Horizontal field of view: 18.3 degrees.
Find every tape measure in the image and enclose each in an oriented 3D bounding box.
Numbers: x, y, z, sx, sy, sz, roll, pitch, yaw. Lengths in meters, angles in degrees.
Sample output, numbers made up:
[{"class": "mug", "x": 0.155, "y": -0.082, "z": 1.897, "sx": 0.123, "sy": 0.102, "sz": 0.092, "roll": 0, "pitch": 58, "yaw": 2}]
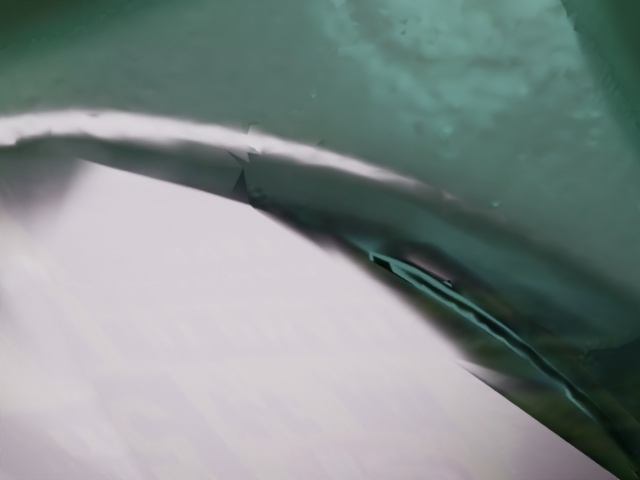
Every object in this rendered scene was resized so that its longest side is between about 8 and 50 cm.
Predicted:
[{"class": "tape measure", "x": -0.002, "y": -0.001, "z": 0.472, "sx": 0.259, "sy": 0.138, "sz": 0.262, "roll": -9, "pitch": 131, "yaw": 39}]
